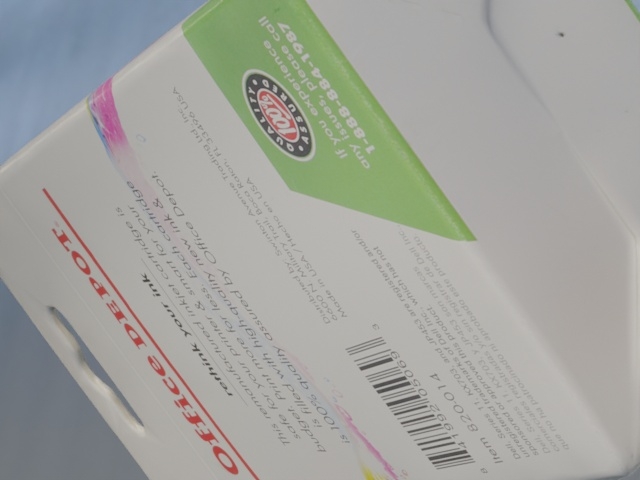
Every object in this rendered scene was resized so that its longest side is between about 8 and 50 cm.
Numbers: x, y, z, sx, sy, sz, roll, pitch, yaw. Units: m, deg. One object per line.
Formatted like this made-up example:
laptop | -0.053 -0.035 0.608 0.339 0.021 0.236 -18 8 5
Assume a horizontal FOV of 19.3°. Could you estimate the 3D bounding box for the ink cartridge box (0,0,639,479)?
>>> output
ink cartridge box | 0.000 0.000 0.761 0.119 0.207 0.353 -40 8 -29
